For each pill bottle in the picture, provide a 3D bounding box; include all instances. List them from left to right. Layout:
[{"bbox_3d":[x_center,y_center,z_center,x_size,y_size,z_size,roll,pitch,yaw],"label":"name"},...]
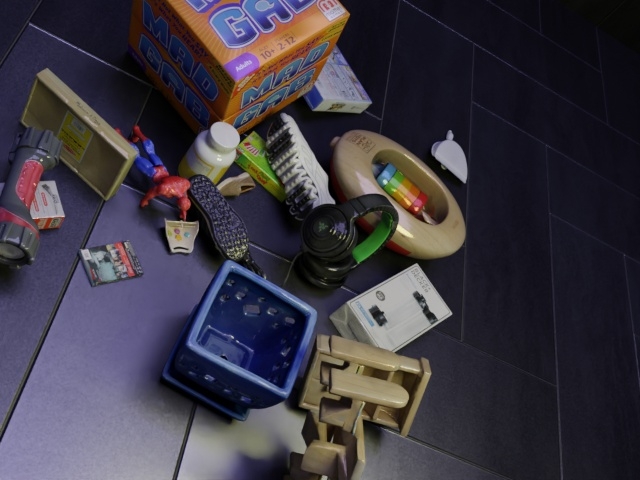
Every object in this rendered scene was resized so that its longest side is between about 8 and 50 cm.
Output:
[{"bbox_3d":[-0.264,-0.199,1.922,0.103,0.184,0.103,18,51,-24],"label":"pill bottle"}]

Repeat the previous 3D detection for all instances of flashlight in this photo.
[{"bbox_3d":[-0.585,-0.092,1.613,0.103,0.103,0.303,44,39,-40],"label":"flashlight"}]

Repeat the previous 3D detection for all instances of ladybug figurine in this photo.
[{"bbox_3d":[0.191,-0.113,2.194,0.449,0.162,0.305,44,45,-1],"label":"ladybug figurine"}]

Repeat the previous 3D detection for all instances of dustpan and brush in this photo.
[{"bbox_3d":[0.409,-0.284,2.550,0.147,0.060,0.211,37,51,-23],"label":"dustpan and brush"}]

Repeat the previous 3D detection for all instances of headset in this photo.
[{"bbox_3d":[0.000,0.000,1.953,0.394,0.243,0.185,-26,60,-20],"label":"headset"}]

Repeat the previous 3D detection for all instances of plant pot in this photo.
[{"bbox_3d":[-0.177,0.221,1.669,0.236,0.212,0.235,32,46,-13],"label":"plant pot"}]

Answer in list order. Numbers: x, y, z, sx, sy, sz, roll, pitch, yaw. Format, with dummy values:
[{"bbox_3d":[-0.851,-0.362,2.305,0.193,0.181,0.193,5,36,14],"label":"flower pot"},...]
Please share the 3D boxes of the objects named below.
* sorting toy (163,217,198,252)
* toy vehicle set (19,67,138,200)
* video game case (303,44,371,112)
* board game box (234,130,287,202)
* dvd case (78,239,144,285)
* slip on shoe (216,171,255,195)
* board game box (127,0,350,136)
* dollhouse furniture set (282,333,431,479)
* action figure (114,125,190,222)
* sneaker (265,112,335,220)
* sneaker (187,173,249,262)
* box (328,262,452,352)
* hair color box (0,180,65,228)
[{"bbox_3d":[-0.323,-0.007,1.851,0.083,0.045,0.075,4,65,-33],"label":"sorting toy"},{"bbox_3d":[-0.533,-0.228,1.769,0.267,0.166,0.035,43,46,-2],"label":"toy vehicle set"},{"bbox_3d":[0.002,-0.497,2.373,0.244,0.061,0.269,-10,66,-52],"label":"video game case"},{"bbox_3d":[-0.138,-0.192,2.104,0.181,0.043,0.092,41,46,-3],"label":"board game box"},{"bbox_3d":[-0.450,0.048,1.740,0.120,0.013,0.087,-12,67,-41],"label":"dvd case"},{"bbox_3d":[-0.215,-0.129,2.005,0.041,0.051,0.135,50,38,8],"label":"slip on shoe"},{"bbox_3d":[-0.215,-0.509,1.993,0.356,0.356,0.356,-37,84,-25],"label":"board game box"},{"bbox_3d":[0.091,0.377,1.628,0.257,0.361,0.394,15,20,-5],"label":"dollhouse furniture set"},{"bbox_3d":[-0.387,-0.134,1.872,0.092,0.139,0.280,-18,49,-38],"label":"action figure"},{"bbox_3d":[-0.051,-0.188,2.068,0.118,0.110,0.292,-5,71,-45],"label":"sneaker"},{"bbox_3d":[-0.244,-0.050,1.892,0.084,0.097,0.234,-25,81,-24],"label":"sneaker"},{"bbox_3d":[0.180,0.187,2.029,0.290,0.087,0.169,-23,75,-43],"label":"box"},{"bbox_3d":[-0.628,-0.070,1.672,0.167,0.053,0.093,-6,64,-36],"label":"hair color box"}]
